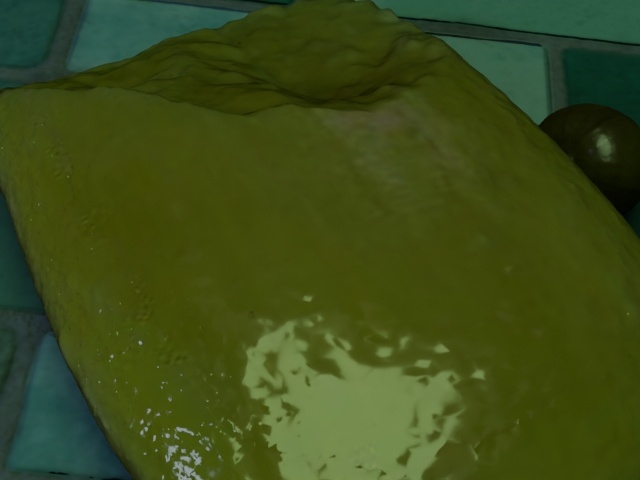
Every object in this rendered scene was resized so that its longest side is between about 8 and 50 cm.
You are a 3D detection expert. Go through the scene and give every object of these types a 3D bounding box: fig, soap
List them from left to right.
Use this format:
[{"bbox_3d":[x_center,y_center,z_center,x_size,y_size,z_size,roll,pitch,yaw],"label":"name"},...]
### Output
[{"bbox_3d":[0.000,-0.003,0.697,0.306,0.115,0.427,-18,52,-26],"label":"soap"},{"bbox_3d":[0.167,-0.046,0.788,0.088,0.074,0.074,-4,40,-50],"label":"fig"}]
